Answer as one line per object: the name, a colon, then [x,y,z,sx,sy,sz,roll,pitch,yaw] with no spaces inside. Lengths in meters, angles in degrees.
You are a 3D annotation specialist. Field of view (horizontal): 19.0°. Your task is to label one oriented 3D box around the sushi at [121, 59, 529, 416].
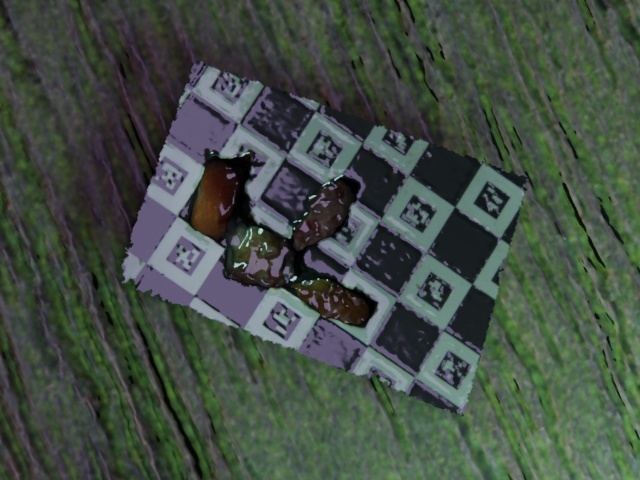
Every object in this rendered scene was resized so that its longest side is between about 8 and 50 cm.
sushi: [0.000,0.000,1.441,0.279,0.043,0.193,19,78,-10]
